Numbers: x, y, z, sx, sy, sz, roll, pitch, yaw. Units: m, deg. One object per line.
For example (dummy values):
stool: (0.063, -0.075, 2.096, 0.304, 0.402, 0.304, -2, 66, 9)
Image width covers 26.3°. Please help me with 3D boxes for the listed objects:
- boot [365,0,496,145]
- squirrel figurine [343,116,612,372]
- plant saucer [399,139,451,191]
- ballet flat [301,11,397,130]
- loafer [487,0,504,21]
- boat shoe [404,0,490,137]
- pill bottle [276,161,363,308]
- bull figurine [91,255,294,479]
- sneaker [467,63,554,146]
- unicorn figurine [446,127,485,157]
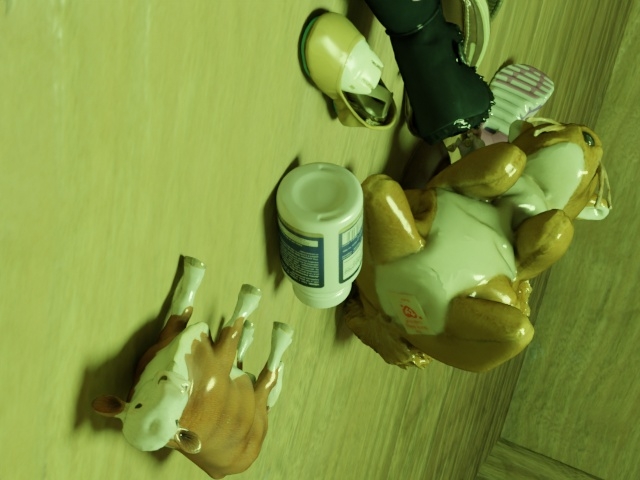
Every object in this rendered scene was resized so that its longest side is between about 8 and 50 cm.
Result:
boot: (0.109, -0.210, 1.445, 0.246, 0.094, 0.207, 3, 67, -77)
squirrel figurine: (0.218, -0.004, 1.869, 0.370, 0.281, 0.397, -44, 170, -31)
plant saucer: (0.152, -0.063, 2.036, 0.198, 0.036, 0.199, -58, 161, -34)
ballet flat: (0.041, -0.179, 1.476, 0.080, 0.073, 0.232, -64, 163, -7)
loafer: (0.245, -0.376, 1.921, 0.050, 0.056, 0.148, -32, 140, -54)
boat shoe: (0.154, -0.226, 1.752, 0.095, 0.095, 0.257, -52, 157, -31)
pill bottle: (0.000, 0.000, 1.526, 0.094, 0.094, 0.169, -58, 161, -33)
bull figurine: (-0.112, 0.135, 1.319, 0.310, 0.101, 0.188, 66, 45, -67)
sneaker: (0.306, -0.201, 2.282, 0.236, 0.095, 0.104, -51, 162, -36)
unicorn figurine: (0.214, -0.097, 2.023, 0.162, 0.060, 0.111, -68, 160, 7)
